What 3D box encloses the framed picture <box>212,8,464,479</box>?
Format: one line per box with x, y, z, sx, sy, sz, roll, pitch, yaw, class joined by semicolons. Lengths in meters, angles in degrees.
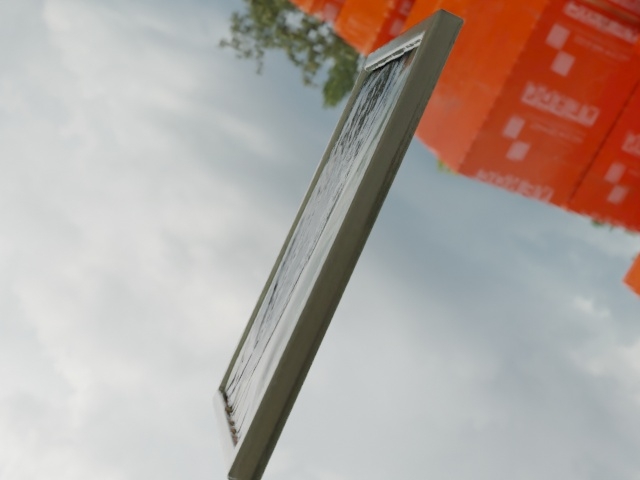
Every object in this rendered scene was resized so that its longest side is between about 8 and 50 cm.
-0.001;0.000;0.630;0.018;0.265;0.192;24;178;-9;framed picture
